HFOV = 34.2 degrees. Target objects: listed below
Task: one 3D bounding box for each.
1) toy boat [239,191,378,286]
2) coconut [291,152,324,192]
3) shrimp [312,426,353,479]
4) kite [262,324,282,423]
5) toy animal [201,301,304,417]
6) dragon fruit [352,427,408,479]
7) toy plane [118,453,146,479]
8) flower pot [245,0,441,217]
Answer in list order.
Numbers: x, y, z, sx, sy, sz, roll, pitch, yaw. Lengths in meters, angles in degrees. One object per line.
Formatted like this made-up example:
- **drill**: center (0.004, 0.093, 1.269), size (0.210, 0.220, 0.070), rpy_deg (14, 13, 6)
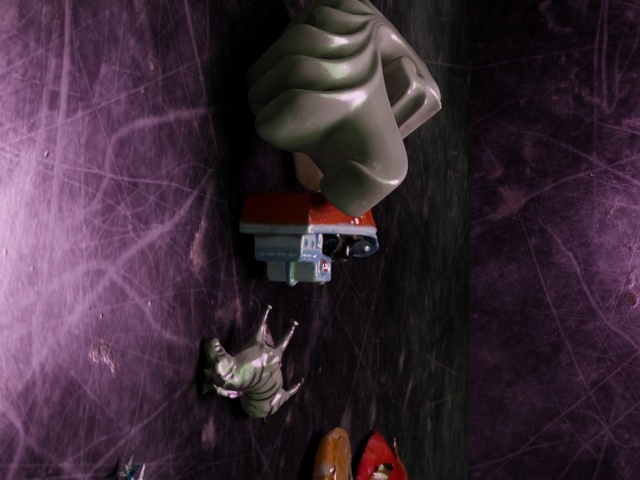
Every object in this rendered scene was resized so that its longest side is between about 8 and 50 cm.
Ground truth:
- **toy boat**: center (0.000, 0.000, 1.570), size (0.332, 0.145, 0.133), rpy_deg (2, 89, -67)
- **coconut**: center (0.010, -0.147, 1.654), size (0.116, 0.116, 0.122), rpy_deg (-60, 149, -58)
- **shrimp**: center (0.027, 0.548, 1.809), size (0.272, 0.085, 0.445), rpy_deg (5, 83, -79)
- **kite**: center (-0.081, 0.197, 1.550), size (0.139, 0.011, 0.157), rpy_deg (0, 91, -70)
- **toy animal**: center (-0.090, 0.185, 1.420), size (0.176, 0.073, 0.217), rpy_deg (-56, 152, -36)
- **dragon fruit**: center (0.130, 0.518, 2.099), size (0.343, 0.100, 0.282), rpy_deg (47, 42, -67)
- **toy plane**: center (-0.204, 0.275, 1.132), size (0.078, 0.024, 0.084), rpy_deg (-59, 152, -59)
- **flower pot**: center (0.034, -0.211, 1.502), size (0.254, 0.164, 0.367), rpy_deg (45, 33, -10)
